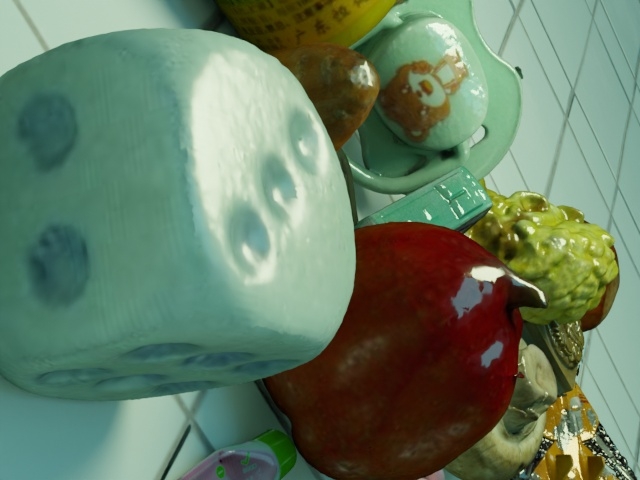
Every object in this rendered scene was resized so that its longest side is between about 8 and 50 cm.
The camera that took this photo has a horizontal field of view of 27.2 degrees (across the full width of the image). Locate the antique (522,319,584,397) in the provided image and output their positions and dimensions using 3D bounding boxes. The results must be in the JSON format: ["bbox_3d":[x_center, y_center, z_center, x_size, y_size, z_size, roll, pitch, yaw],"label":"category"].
[{"bbox_3d":[0.315,0.150,2.003,0.152,0.148,0.147,58,30,-22],"label":"antique"}]

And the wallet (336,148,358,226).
[{"bbox_3d":[0.000,0.000,1.625,0.168,0.052,0.245,4,74,-57],"label":"wallet"}]

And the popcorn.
[{"bbox_3d":[0.274,0.019,1.839,0.286,0.174,0.225,21,12,-11],"label":"popcorn"}]

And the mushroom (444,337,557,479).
[{"bbox_3d":[0.222,0.205,1.771,0.255,0.184,0.255,43,33,-36],"label":"mushroom"}]

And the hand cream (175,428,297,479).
[{"bbox_3d":[-0.110,0.262,1.292,0.079,0.050,0.275,49,33,8],"label":"hand cream"}]

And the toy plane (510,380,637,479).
[{"bbox_3d":[0.371,0.269,2.086,0.316,0.204,0.103,-98,-164,-50],"label":"toy plane"}]

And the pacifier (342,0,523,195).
[{"bbox_3d":[0.105,-0.220,1.796,0.343,0.288,0.269,60,-4,-17],"label":"pacifier"}]

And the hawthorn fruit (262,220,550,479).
[{"bbox_3d":[0.071,0.114,1.433,0.295,0.311,0.295,17,41,-16],"label":"hawthorn fruit"}]

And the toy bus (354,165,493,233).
[{"bbox_3d":[0.119,-0.015,1.652,0.091,0.109,0.261,53,39,5],"label":"toy bus"}]

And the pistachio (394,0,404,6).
[{"bbox_3d":[0.074,-0.410,1.865,0.162,0.181,0.293,42,14,24],"label":"pistachio"}]

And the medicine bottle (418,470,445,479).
[{"bbox_3d":[0.111,0.344,1.554,0.119,0.094,0.188,40,25,-21],"label":"medicine bottle"}]

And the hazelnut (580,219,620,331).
[{"bbox_3d":[0.395,0.048,2.178,0.214,0.176,0.214,27,30,-17],"label":"hazelnut"}]

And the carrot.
[{"bbox_3d":[-0.023,-0.158,1.463,0.159,0.225,0.159,14,67,-35],"label":"carrot"}]

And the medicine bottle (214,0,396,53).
[{"bbox_3d":[-0.079,-0.404,1.514,0.384,0.224,0.224,52,34,-32],"label":"medicine bottle"}]

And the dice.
[{"bbox_3d":[-0.143,-0.012,1.140,0.268,0.264,0.263,21,58,-57],"label":"dice"}]
